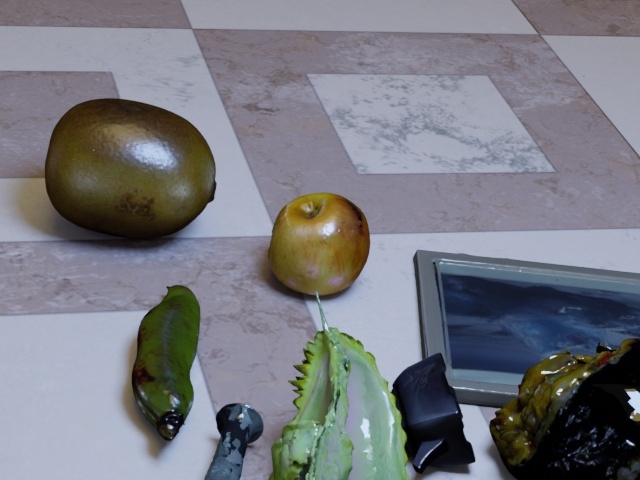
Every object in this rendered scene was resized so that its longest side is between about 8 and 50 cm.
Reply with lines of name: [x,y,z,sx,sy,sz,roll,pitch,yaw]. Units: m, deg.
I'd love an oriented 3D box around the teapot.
teapot: [0.119,0.210,1.840,0.096,0.087,0.177,-18,33,5]

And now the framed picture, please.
framed picture: [0.350,0.127,2.072,0.446,0.028,0.326,6,32,-5]

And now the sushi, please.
sushi: [0.322,0.210,1.801,0.204,0.213,0.200,47,24,26]

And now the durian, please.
durian: [0.022,0.236,1.679,0.158,0.169,0.355,6,39,2]

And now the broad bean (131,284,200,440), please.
broad bean: [-0.187,0.140,1.880,0.077,0.061,0.339,12,32,-9]

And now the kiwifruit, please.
kiwifruit: [-0.256,-0.096,2.118,0.234,0.196,0.196,15,32,-3]

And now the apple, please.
apple: [0.000,0.000,2.086,0.146,0.146,0.146,7,32,-4]

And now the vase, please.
vase: [-0.104,0.252,1.728,0.059,0.059,0.167,11,32,2]
